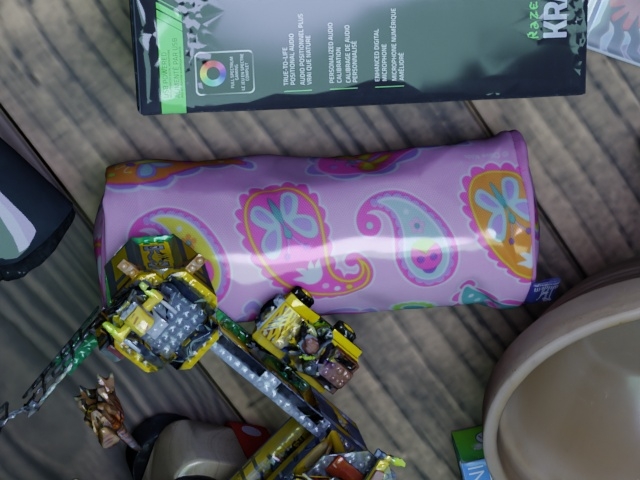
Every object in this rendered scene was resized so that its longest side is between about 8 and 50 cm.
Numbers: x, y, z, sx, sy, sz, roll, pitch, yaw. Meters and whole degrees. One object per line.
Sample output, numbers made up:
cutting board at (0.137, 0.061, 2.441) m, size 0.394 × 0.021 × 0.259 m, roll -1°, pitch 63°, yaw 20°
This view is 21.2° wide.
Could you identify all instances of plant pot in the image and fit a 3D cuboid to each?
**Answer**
plant pot at (0.219, 0.085, 1.074) m, size 0.237 × 0.109 × 0.237 m, roll 2°, pitch 134°, yaw 3°

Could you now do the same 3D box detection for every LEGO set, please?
LEGO set at (-0.102, 0.175, 0.954) m, size 0.331 × 0.192 × 0.255 m, roll -39°, pitch 112°, yaw 4°

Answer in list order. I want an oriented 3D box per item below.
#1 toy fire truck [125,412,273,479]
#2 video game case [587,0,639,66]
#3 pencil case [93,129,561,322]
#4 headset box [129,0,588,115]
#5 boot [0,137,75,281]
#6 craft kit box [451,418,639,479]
toy fire truck at (-0.022, 0.254, 1.161) m, size 0.246 × 0.158 × 0.217 m, roll 13°, pitch 107°, yaw -22°
video game case at (0.277, -0.192, 1.091) m, size 0.183 × 0.023 × 0.201 m, roll 17°, pitch 107°, yaw -11°
pencil case at (0.000, 0.000, 1.081) m, size 0.284 × 0.124 × 0.124 m, roll -4°, pitch 109°, yaw -5°
headset box at (0.006, -0.210, 1.002) m, size 0.283 × 0.131 × 0.246 m, roll -2°, pitch 108°, yaw -4°
boot at (-0.220, -0.084, 1.042) m, size 0.246 × 0.094 × 0.207 m, roll -41°, pitch 104°, yaw 16°
craft kit box at (0.237, 0.225, 1.215) m, size 0.247 × 0.061 × 0.250 m, roll -12°, pitch 110°, yaw 2°
